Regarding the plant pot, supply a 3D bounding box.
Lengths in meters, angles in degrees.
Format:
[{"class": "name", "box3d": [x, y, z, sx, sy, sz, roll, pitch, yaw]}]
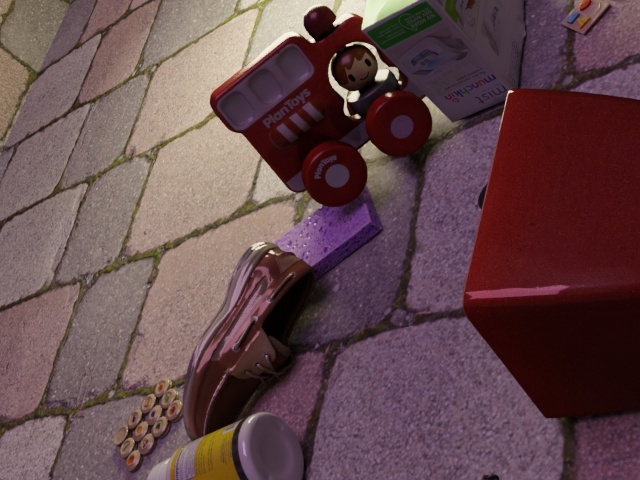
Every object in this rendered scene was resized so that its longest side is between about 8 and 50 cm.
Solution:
[{"class": "plant pot", "box3d": [0.322, 0.016, 0.950, 0.236, 0.267, 0.267, -1, 58, 33]}]

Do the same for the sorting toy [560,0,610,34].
[{"class": "sorting toy", "box3d": [0.394, -0.342, 1.379, 0.083, 0.012, 0.062, -49, 34, 6]}]

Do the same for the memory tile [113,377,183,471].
[{"class": "memory tile", "box3d": [-0.290, 0.308, 1.590, 0.148, 0.012, 0.113, -50, 34, 3]}]

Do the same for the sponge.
[{"class": "sponge", "box3d": [0.000, 0.000, 1.513, 0.210, 0.031, 0.117, -38, 37, 21]}]

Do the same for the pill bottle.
[{"class": "pill bottle", "box3d": [-0.136, 0.323, 1.303, 0.208, 0.119, 0.119, -29, 41, 31]}]

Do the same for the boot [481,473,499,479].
[{"class": "boot", "box3d": [0.239, 0.283, 0.929, 0.229, 0.091, 0.263, 18, 76, 54]}]

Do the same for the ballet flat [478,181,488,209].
[{"class": "ballet flat", "box3d": [0.285, -0.084, 1.261, 0.173, 0.049, 0.057, -33, 66, 33]}]

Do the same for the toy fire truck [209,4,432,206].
[{"class": "toy fire truck", "box3d": [0.014, -0.220, 1.464, 0.302, 0.254, 0.169, -38, 26, 6]}]

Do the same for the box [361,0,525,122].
[{"class": "box", "box3d": [0.197, -0.358, 1.430, 0.127, 0.231, 0.262, -20, 46, 38]}]

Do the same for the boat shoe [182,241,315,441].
[{"class": "boat shoe", "box3d": [-0.104, 0.161, 1.415, 0.116, 0.123, 0.324, 17, 82, 28]}]
